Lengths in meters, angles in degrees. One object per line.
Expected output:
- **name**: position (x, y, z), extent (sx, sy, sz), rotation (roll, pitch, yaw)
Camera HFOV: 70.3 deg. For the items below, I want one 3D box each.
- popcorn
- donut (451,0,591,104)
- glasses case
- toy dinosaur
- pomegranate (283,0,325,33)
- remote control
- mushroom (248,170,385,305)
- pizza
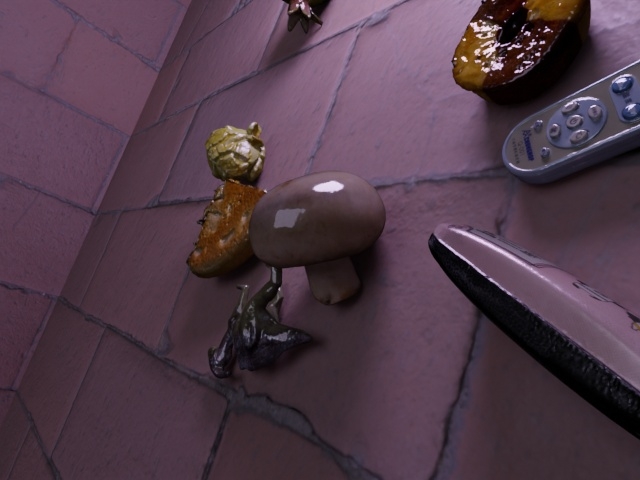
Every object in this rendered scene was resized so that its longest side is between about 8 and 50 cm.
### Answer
- **popcorn**: position (-0.196, -0.200, 1.045), extent (0.162, 0.135, 0.142), rotation (-43, 33, 27)
- **donut**: position (0.261, -0.260, 0.585), extent (0.166, 0.073, 0.184), rotation (23, 87, 53)
- **glasses case**: position (0.212, 0.071, 0.394), extent (0.075, 0.122, 0.314), rotation (-59, 36, 13)
- **toy dinosaur**: position (-0.113, 0.146, 0.781), extent (0.294, 0.077, 0.162), rotation (-36, 46, 52)
- **pomegranate**: position (-0.045, -0.633, 1.116), extent (0.181, 0.181, 0.225), rotation (-2, 82, 50)
- **remote control**: position (0.310, -0.131, 0.468), extent (0.244, 0.047, 0.087), rotation (-25, 47, 40)
- **mushroom**: position (0.000, 0.000, 0.669), extent (0.204, 0.204, 0.204), rotation (-28, 48, 37)
- **pizza**: position (-0.178, -0.041, 0.962), extent (0.289, 0.081, 0.229), rotation (-40, 48, 26)
